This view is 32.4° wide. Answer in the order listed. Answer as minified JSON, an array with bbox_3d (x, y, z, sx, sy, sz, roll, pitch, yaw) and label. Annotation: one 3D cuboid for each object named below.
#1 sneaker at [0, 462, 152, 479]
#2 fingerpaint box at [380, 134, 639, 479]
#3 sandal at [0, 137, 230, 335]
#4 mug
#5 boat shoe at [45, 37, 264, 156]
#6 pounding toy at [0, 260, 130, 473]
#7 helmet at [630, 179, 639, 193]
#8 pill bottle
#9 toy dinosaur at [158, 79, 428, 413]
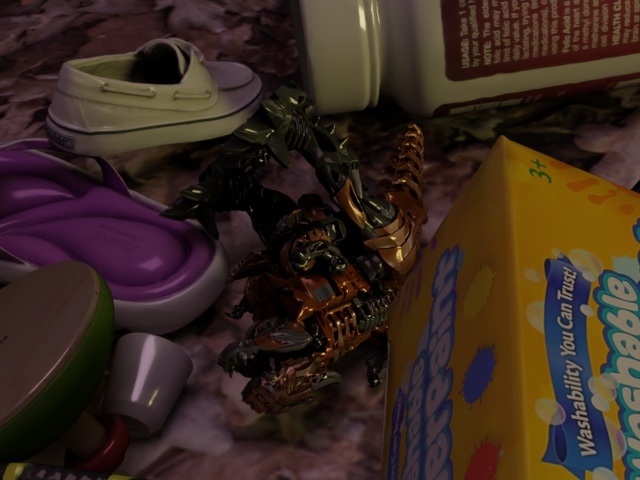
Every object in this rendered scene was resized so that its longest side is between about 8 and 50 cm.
[{"bbox_3d":[-0.031,0.229,0.654,0.384,0.145,0.147,5,74,12],"label":"sneaker"},{"bbox_3d":[0.215,0.197,0.500,0.371,0.163,0.445,21,41,-10],"label":"fingerpaint box"},{"bbox_3d":[-0.261,-0.038,0.988,0.416,0.102,0.169,15,45,23],"label":"sandal"},{"bbox_3d":[-0.139,0.117,0.840,0.062,0.078,0.064,26,51,-12],"label":"mug"},{"bbox_3d":[-0.148,-0.152,1.061,0.096,0.088,0.267,35,34,31],"label":"boat shoe"},{"bbox_3d":[-0.221,0.130,0.790,0.236,0.110,0.183,-33,29,9],"label":"pounding toy"},{"bbox_3d":[0.305,0.006,0.816,0.161,0.169,0.169,-35,46,-6],"label":"helmet"},{"bbox_3d":[0.169,-0.242,1.070,0.392,0.224,0.224,-9,41,-3],"label":"pill bottle"},{"bbox_3d":[0.000,0.000,0.891,0.218,0.164,0.322,43,25,-4],"label":"toy dinosaur"}]
